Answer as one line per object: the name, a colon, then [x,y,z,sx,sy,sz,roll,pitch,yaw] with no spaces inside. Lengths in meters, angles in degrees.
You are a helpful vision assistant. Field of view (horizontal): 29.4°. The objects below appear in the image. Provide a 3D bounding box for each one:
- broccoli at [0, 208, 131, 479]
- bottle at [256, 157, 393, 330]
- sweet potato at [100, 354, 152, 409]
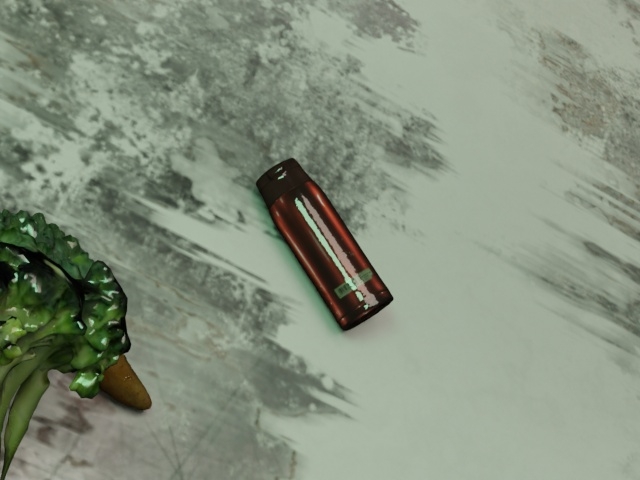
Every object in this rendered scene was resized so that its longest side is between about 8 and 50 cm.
broccoli: [-0.248,0.097,0.799,0.263,0.247,0.243,-12,103,-76]
bottle: [0.000,0.000,1.112,0.060,0.060,0.164,-24,77,-40]
sweet potato: [-0.197,0.069,0.955,0.179,0.044,0.044,42,48,-5]
